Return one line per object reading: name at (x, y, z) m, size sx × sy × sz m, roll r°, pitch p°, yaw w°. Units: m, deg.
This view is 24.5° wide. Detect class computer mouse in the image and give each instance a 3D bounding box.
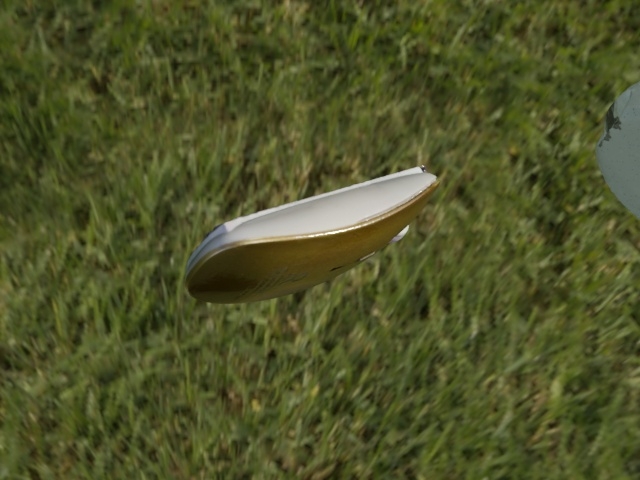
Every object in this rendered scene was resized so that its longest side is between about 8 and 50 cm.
computer mouse at (0.000, 0.000, 1.246) m, size 0.245 × 0.126 × 0.056 m, roll -18°, pitch 73°, yaw -36°

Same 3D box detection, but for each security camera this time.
security camera at (0.420, -0.134, 1.522) m, size 0.194 × 0.194 × 0.236 m, roll 41°, pitch 65°, yaw 6°
